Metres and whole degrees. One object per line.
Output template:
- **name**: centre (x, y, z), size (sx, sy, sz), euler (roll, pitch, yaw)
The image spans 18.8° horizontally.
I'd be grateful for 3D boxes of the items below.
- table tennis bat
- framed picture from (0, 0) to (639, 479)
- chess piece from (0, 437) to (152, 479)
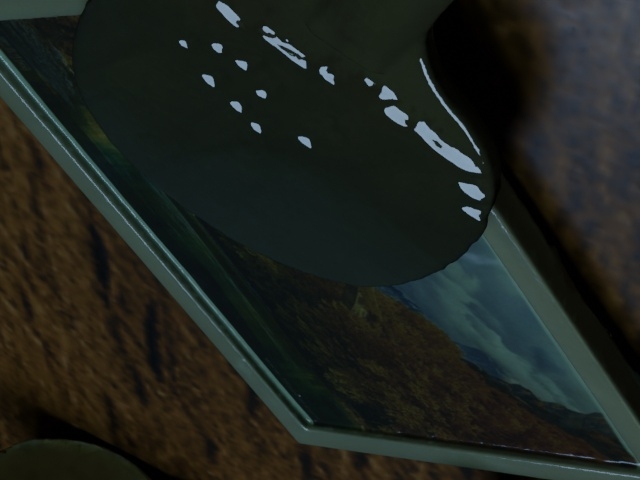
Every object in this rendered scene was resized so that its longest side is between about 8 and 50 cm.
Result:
- **table tennis bat**: centre (0.001, -0.046, 0.522), size (0.131, 0.022, 0.234), euler (35, 154, -6)
- **framed picture**: centre (0.000, 0.000, 0.633), size (0.184, 0.016, 0.250), euler (4, 143, 41)
- **chess piece**: centre (-0.142, 0.228, 1.068), size (0.117, 0.117, 0.397), euler (27, 155, 7)
